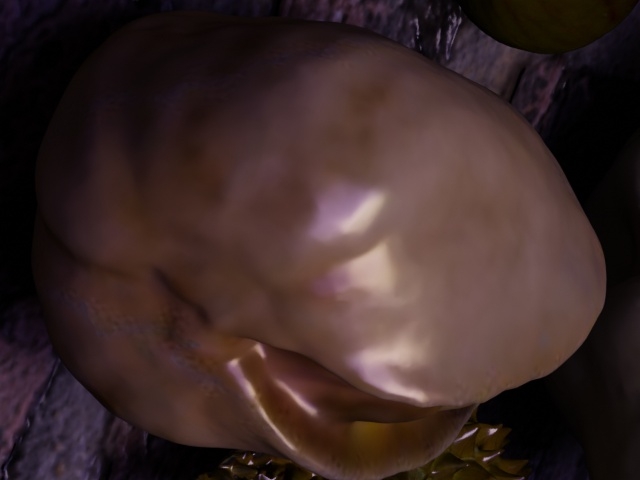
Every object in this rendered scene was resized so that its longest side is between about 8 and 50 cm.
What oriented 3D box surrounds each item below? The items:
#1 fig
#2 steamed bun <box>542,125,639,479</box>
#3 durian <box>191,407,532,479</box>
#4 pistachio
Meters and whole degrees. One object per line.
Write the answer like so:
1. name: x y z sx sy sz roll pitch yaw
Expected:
1. fig: 0.089 -0.203 1.043 0.124 0.124 0.236 -51 119 -12
2. steamed bun: 0.289 0.021 1.196 0.367 0.255 0.342 -47 157 23
3. durian: 0.035 0.173 1.135 0.306 0.166 0.172 39 50 -48
4. pistachio: 0.000 0.000 0.969 0.321 0.229 0.238 14 54 -42
